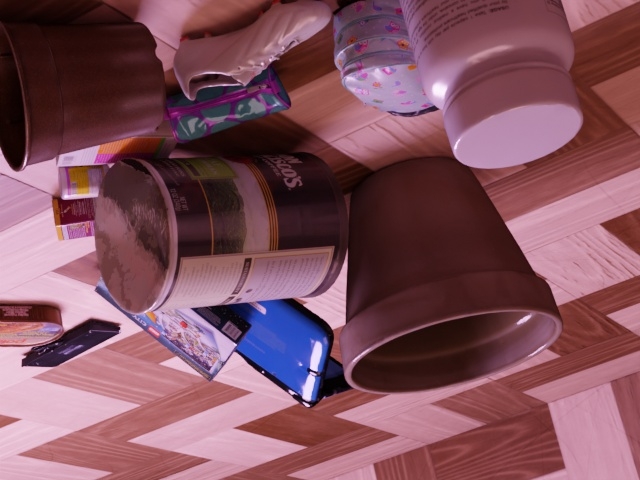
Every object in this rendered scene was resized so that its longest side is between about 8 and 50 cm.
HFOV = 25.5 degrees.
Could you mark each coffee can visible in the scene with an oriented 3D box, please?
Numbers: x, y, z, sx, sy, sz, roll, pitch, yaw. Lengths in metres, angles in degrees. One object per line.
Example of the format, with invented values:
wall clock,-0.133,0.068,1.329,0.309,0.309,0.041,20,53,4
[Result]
coffee can,-0.130,-0.013,1.867,0.275,0.201,0.201,-5,157,-36

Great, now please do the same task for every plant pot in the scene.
plant pot,-0.266,-0.169,1.549,0.165,0.167,0.167,-11,158,-24
plant pot,0.166,0.041,2.084,0.323,0.280,0.323,-10,157,-4

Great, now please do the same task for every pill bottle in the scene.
pill bottle,-0.302,-0.079,1.869,0.083,0.043,0.043,-6,156,-17
pill bottle,0.168,-0.229,1.458,0.160,0.283,0.160,-10,157,-5

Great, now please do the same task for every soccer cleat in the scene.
soccer cleat,-0.075,-0.218,1.623,0.196,0.076,0.068,-18,156,12

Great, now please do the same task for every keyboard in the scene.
keyboard,-0.438,0.178,2.424,0.180,0.023,0.108,-28,159,31

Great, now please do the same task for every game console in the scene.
game console,-0.071,0.109,2.196,0.173,0.293,0.250,-39,153,-39

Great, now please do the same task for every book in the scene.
book,-0.260,-0.124,1.804,0.144,0.035,0.096,-4,159,-19

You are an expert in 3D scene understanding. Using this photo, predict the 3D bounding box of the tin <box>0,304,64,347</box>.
tin,-0.507,0.138,2.277,0.189,0.040,0.106,3,149,-32

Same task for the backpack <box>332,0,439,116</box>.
backpack,0.093,-0.217,1.666,0.152,0.115,0.182,-21,153,25

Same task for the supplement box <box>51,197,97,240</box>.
supplement box,-0.327,-0.034,1.961,0.083,0.043,0.055,-8,156,-9

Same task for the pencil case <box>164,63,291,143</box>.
pencil case,-0.116,-0.169,1.731,0.151,0.064,0.070,-18,173,10

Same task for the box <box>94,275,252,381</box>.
box,-0.225,0.101,2.130,0.044,0.233,0.159,-51,178,-31
